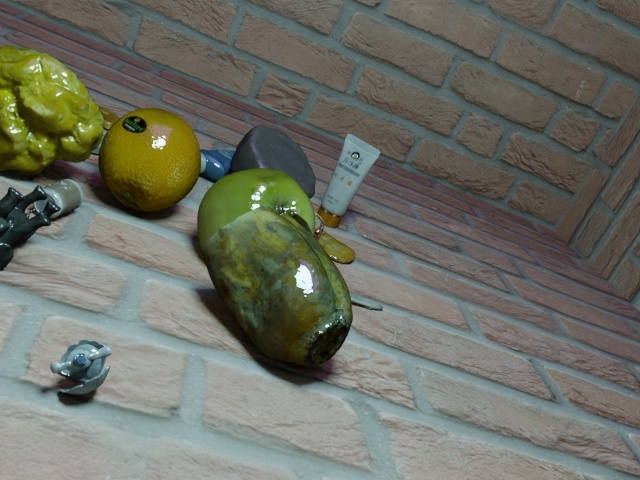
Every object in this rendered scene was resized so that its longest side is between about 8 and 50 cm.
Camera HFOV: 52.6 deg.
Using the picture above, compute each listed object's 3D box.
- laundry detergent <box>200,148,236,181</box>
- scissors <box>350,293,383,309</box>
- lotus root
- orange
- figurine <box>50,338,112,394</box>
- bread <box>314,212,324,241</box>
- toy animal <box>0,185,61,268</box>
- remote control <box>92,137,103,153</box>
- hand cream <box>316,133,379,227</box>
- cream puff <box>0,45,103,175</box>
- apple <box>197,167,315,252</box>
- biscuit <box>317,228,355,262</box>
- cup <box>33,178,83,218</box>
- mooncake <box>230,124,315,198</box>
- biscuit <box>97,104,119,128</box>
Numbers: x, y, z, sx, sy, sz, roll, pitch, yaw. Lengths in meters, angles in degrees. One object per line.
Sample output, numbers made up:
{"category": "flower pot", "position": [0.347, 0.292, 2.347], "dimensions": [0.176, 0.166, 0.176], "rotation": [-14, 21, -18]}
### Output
{"category": "laundry detergent", "position": [-0.332, -0.249, 2.181], "dimensions": [0.289, 0.094, 0.143], "rotation": [-3, 44, -48]}
{"category": "scissors", "position": [0.047, 0.140, 1.721], "dimensions": [0.300, 0.022, 0.109], "rotation": [22, 23, -28]}
{"category": "lotus root", "position": [-0.075, 0.107, 1.372], "dimensions": [0.250, 0.250, 0.346], "rotation": [4, 37, -46]}
{"category": "orange", "position": [-0.442, -0.207, 1.687], "dimensions": [0.274, 0.274, 0.274], "rotation": [22, 20, -9]}
{"category": "figurine", "position": [-0.371, 0.197, 1.016], "dimensions": [0.082, 0.094, 0.086], "rotation": [64, -9, 2]}
{"category": "bread", "position": [-0.099, -0.056, 1.892], "dimensions": [0.224, 0.142, 0.212], "rotation": [23, 17, -8]}
{"category": "toy animal", "position": [-0.587, -0.022, 1.225], "dimensions": [0.115, 0.146, 0.245], "rotation": [55, 1, -1]}
{"category": "remote control", "position": [-0.763, -0.302, 1.862], "dimensions": [0.309, 0.038, 0.090], "rotation": [8, 27, -38]}
{"category": "hand cream", "position": [0.090, -0.194, 2.208], "dimensions": [0.139, 0.314, 0.089], "rotation": [31, 18, 25]}
{"category": "cream puff", "position": [-0.710, -0.284, 1.559], "dimensions": [0.324, 0.257, 0.291], "rotation": [34, -26, -8]}
{"category": "apple", "position": [-0.159, -0.069, 1.640], "dimensions": [0.295, 0.257, 0.234], "rotation": [3, 71, -37]}
{"category": "biscuit", "position": [0.000, 0.000, 2.036], "dimensions": [0.247, 0.029, 0.118], "rotation": [34, 28, 22]}
{"category": "cup", "position": [-0.614, -0.101, 1.483], "dimensions": [0.102, 0.074, 0.099], "rotation": [26, 20, 2]}
{"category": "mooncake", "position": [-0.155, -0.224, 2.117], "dimensions": [0.306, 0.154, 0.306], "rotation": [29, 38, -26]}
{"category": "biscuit", "position": [-0.788, -0.436, 2.174], "dimensions": [0.248, 0.035, 0.184], "rotation": [23, 21, -9]}
